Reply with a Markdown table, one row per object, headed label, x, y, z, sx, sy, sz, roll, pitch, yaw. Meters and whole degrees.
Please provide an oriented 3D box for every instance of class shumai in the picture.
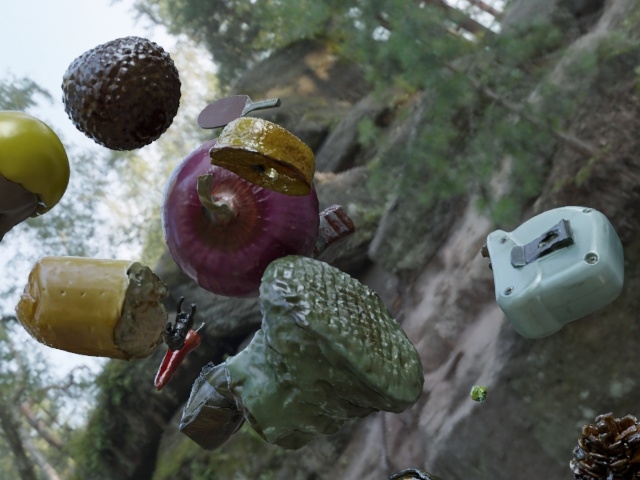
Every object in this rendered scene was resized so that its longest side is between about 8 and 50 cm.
| label | x | y | z | sx | sy | sz | roll | pitch | yaw |
| --- | --- | --- | --- | --- | --- | --- | --- | --- | --- |
| shumai | -0.019 | 0.252 | 1.820 | 0.323 | 0.397 | 0.324 | -48 | 9 | 20 |

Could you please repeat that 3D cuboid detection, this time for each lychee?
| label | x | y | z | sx | sy | sz | roll | pitch | yaw |
| --- | --- | --- | --- | --- | --- | --- | --- | --- | --- |
| lychee | -0.420 | -0.311 | 1.950 | 0.260 | 0.260 | 0.261 | -43 | -23 | -24 |

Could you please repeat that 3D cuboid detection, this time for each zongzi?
| label | x | y | z | sx | sy | sz | roll | pitch | yaw |
| --- | --- | --- | --- | --- | --- | --- | --- | --- | --- |
| zongzi | -0.197 | 0.317 | 2.138 | 0.300 | 0.138 | 0.286 | -54 | 9 | 12 |

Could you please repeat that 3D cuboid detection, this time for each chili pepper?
| label | x | y | z | sx | sy | sz | roll | pitch | yaw |
| --- | --- | --- | --- | --- | --- | --- | --- | --- | --- |
| chili pepper | -0.398 | 0.318 | 2.545 | 0.071 | 0.063 | 0.272 | -40 | 12 | 48 |

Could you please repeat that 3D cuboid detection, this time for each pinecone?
| label | x | y | z | sx | sy | sz | roll | pitch | yaw |
| --- | --- | --- | --- | --- | --- | --- | --- | --- | --- |
| pinecone | 0.426 | 0.322 | 1.273 | 0.173 | 0.173 | 0.174 | -43 | -23 | -24 |

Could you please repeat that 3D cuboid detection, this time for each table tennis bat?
| label | x | y | z | sx | sy | sz | roll | pitch | yaw |
| --- | --- | --- | --- | --- | --- | --- | --- | --- | --- |
| table tennis bat | -0.221 | -0.350 | 2.441 | 0.138 | 0.246 | 0.022 | -72 | -33 | -43 |

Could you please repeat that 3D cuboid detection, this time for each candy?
| label | x | y | z | sx | sy | sz | roll | pitch | yaw |
| --- | --- | --- | --- | --- | --- | --- | --- | --- | --- |
| candy | 0.334 | 0.330 | 1.907 | 0.123 | 0.035 | 0.035 | -17 | -60 | -82 |

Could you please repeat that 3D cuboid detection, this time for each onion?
| label | x | y | z | sx | sy | sz | roll | pitch | yaw |
| --- | --- | --- | --- | --- | --- | --- | --- | --- | --- |
| onion | -0.189 | -0.045 | 1.968 | 0.345 | 0.358 | 0.358 | -31 | -29 | -54 |

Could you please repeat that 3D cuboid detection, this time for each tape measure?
| label | x | y | z | sx | sy | sz | roll | pitch | yaw |
| --- | --- | --- | --- | --- | --- | --- | --- | --- | --- |
| tape measure | 0.405 | 0.040 | 1.604 | 0.246 | 0.125 | 0.243 | -30 | 26 | 21 |

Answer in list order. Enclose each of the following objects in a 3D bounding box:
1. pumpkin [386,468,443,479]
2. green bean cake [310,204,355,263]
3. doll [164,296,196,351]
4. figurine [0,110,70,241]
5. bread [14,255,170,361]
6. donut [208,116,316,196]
| label | x | y | z | sx | sy | sz | roll | pitch | yaw |
| --- | --- | --- | --- | --- | --- | --- | --- | --- | --- |
| pumpkin | 0.231 | 0.662 | 2.006 | 0.256 | 0.225 | 0.303 | -38 | 22 | 26 |
| green bean cake | 0.000 | 0.000 | 2.352 | 0.198 | 0.097 | 0.233 | -31 | -12 | -39 |
| doll | -0.375 | 0.242 | 2.422 | 0.139 | 0.057 | 0.165 | -71 | -4 | -51 |
| figurine | -0.576 | -0.071 | 1.504 | 0.343 | 0.187 | 0.215 | -40 | -5 | -11 |
| bread | -0.648 | 0.207 | 2.559 | 0.361 | 0.394 | 0.250 | 73 | -158 | -65 |
| donut | -0.090 | -0.144 | 1.534 | 0.190 | 0.174 | 0.075 | 26 | -108 | -28 |
